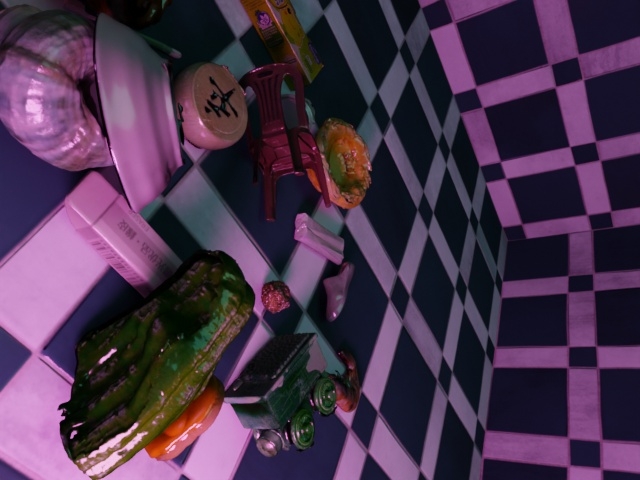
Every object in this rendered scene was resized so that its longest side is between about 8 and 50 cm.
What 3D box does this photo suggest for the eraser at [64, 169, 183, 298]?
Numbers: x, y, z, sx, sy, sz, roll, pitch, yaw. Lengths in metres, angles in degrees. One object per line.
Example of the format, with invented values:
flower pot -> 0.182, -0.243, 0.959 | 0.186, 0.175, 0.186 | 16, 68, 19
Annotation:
eraser -> -0.325, 0.032, 0.914 | 0.352, 0.061, 0.089 | 55, 41, -32

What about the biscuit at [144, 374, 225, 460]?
biscuit -> -0.247, 0.297, 0.886 | 0.050, 0.170, 0.170 | 50, 43, -23

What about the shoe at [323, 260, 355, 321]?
shoe -> 0.038, 0.136, 1.444 | 0.078, 0.079, 0.195 | 29, 61, -8

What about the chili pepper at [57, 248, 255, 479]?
chili pepper -> -0.254, 0.188, 0.825 | 0.385, 0.213, 0.168 | -49, 130, -23

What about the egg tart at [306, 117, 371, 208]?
egg tart -> 0.043, -0.223, 1.480 | 0.288, 0.118, 0.289 | 17, 70, -56

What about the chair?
chair -> -0.095, -0.242, 1.224 | 0.183, 0.175, 0.327 | 58, 23, -62

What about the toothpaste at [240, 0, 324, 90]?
toothpaste -> -0.109, -0.580, 1.374 | 0.327, 0.077, 0.110 | 57, 42, -32

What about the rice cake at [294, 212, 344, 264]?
rice cake -> -0.001, -0.001, 1.428 | 0.221, 0.042, 0.080 | 33, 60, -50

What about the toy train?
toy train -> -0.076, 0.350, 1.137 | 0.266, 0.145, 0.202 | -44, 115, -52

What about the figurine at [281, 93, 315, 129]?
figurine -> -0.066, -0.339, 1.364 | 0.154, 0.132, 0.132 | -56, 129, -62

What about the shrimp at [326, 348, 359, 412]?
shrimp -> 0.043, 0.368, 1.400 | 0.296, 0.058, 0.169 | 50, 37, -44

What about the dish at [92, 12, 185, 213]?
dish -> -0.282, -0.205, 0.827 | 0.106, 0.316, 0.317 | -7, 90, -12

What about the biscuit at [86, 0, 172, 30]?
biscuit -> -0.308, -0.506, 0.847 | 0.115, 0.366, 0.268 | 19, 81, -10

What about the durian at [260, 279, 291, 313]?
durian -> -0.108, 0.130, 1.200 | 0.091, 0.080, 0.080 | 78, 27, -44

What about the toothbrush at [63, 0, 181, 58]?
toothbrush -> -0.377, -0.409, 0.981 | 0.257, 0.018, 0.024 | 8, 69, -55

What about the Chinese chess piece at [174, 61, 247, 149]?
Chinese chess piece -> -0.241, -0.295, 1.101 | 0.188, 0.083, 0.189 | 20, 66, -56

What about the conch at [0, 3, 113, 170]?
conch -> -0.407, -0.245, 0.769 | 0.277, 0.195, 0.220 | 52, -1, -3
